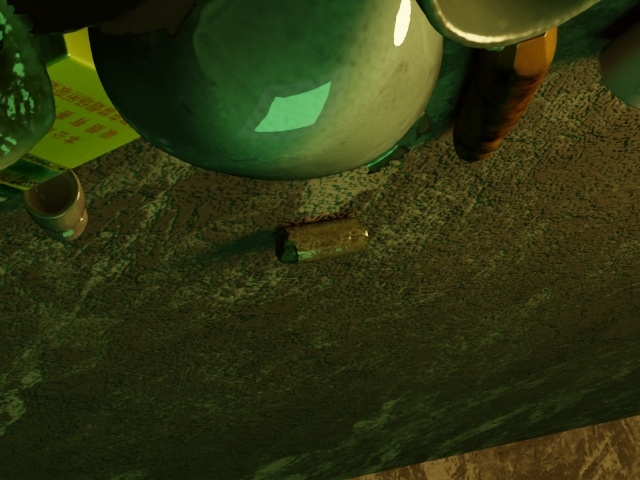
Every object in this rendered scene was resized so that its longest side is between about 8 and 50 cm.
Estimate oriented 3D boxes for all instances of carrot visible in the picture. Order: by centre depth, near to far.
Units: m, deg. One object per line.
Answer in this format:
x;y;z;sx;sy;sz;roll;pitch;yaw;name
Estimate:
0.160;-0.130;1.688;0.066;0.066;0.314;-14;162;-10;carrot

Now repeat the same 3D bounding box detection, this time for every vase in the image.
-0.234;-0.031;1.644;0.053;0.053;0.100;-15;167;-5;vase

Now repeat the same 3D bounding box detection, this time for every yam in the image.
0.000;0.000;1.963;0.094;0.043;0.043;-11;161;-24;yam

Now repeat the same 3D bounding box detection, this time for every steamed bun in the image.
-0.247;-0.145;1.162;0.141;0.172;0.155;-20;147;-25;steamed bun

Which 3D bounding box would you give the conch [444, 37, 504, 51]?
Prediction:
0.087;-0.210;1.331;0.116;0.106;0.173;-28;155;-31;conch

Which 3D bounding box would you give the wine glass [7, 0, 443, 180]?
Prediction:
-0.055;-0.161;1.139;0.238;0.238;0.323;-24;158;21;wine glass

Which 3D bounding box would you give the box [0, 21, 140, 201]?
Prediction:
-0.293;-0.075;1.473;0.335;0.047;0.187;-23;162;20;box

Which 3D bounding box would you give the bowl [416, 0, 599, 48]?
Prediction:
0.121;-0.266;1.053;0.289;0.146;0.289;-33;152;-20;bowl

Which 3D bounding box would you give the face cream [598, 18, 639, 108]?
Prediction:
0.363;-0.210;1.622;0.107;0.073;0.269;-5;158;-41;face cream
